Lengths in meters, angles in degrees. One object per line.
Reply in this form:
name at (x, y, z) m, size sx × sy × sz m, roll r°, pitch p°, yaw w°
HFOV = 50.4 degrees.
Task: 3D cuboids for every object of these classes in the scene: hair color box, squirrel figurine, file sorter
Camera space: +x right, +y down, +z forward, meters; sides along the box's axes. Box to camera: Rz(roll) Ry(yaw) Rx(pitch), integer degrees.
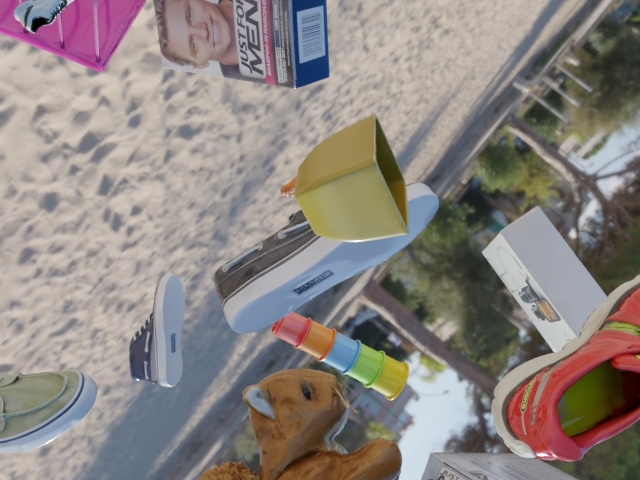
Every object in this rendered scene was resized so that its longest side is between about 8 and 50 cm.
hair color box at (-0.152, -0.390, 1.244) m, size 0.105 × 0.347 × 0.174 m, roll -31°, pitch 128°, yaw -44°
squirrel figurine at (-0.055, 0.412, 1.090) m, size 0.397 × 0.370 × 0.281 m, roll -27°, pitch 167°, yaw 0°
file sorter at (-0.477, -0.473, 1.181) m, size 0.182 × 0.290 × 0.202 m, roll 118°, pitch -8°, yaw -59°
hair color box at (0.300, 0.400, 0.985) m, size 0.374 × 0.185 × 0.114 m, roll 23°, pitch 88°, yaw -50°

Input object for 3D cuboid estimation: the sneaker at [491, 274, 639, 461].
sneaker at (0.294, 0.119, 0.630) m, size 0.279 × 0.107 × 0.118 m, roll -34°, pitch -178°, yaw -14°

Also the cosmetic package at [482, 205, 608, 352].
cosmetic package at (0.485, 0.132, 1.362) m, size 0.097 × 0.377 × 0.284 m, roll -34°, pitch 169°, yaw 2°

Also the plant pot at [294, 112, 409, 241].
plant pot at (0.024, -0.046, 0.595) m, size 0.083 × 0.081 × 0.081 m, roll -18°, pitch -145°, yaw 17°

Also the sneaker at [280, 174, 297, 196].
sneaker at (-0.028, -0.163, 1.686) m, size 0.175 × 0.067 × 0.064 m, roll -30°, pitch 174°, yaw -14°

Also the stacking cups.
stacking cups at (0.042, 0.244, 1.519) m, size 0.096 × 0.316 × 0.096 m, roll -58°, pitch -171°, yaw 15°

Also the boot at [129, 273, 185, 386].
boot at (-0.283, 0.150, 1.149) m, size 0.069 × 0.086 × 0.190 m, roll 2°, pitch 91°, yaw -67°

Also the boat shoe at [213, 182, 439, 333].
boat shoe at (0.000, 0.000, 0.855) m, size 0.301 × 0.102 × 0.108 m, roll -33°, pitch 149°, yaw 8°

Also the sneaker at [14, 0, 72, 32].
sneaker at (-0.401, -0.349, 1.019) m, size 0.109 × 0.044 × 0.040 m, roll -35°, pitch 162°, yaw -5°

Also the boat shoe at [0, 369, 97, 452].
boat shoe at (-0.465, 0.240, 0.958) m, size 0.302 × 0.094 × 0.109 m, roll -18°, pitch -139°, yaw 11°
